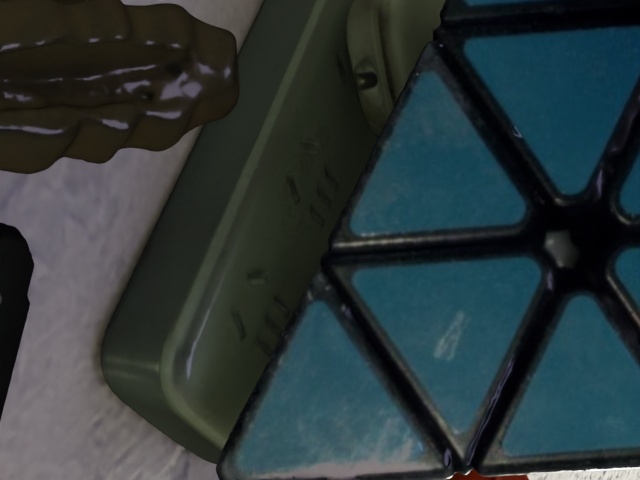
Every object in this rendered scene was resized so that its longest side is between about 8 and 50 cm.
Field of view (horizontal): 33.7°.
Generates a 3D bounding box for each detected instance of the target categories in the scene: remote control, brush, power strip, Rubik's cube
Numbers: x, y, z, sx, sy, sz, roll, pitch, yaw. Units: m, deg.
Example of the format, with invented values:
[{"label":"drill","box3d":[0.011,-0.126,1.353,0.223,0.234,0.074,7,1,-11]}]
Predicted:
[{"label":"remote control","box3d":[0.089,-0.137,0.623,0.309,0.038,0.090,-45,126,-55]},{"label":"brush","box3d":[-0.152,-0.046,0.317,0.301,0.084,0.071,-15,106,-48]},{"label":"power strip","box3d":[0.001,0.000,0.570,0.193,0.059,0.265,51,52,-48]},{"label":"Rubik's cube","box3d":[0.109,0.002,0.498,0.228,0.233,0.228,28,42,-33]}]

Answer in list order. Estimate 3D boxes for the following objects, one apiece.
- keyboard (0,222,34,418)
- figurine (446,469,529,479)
[{"label":"keyboard","box3d":[-0.157,0.116,0.353,0.106,0.016,0.262,23,79,-66]},{"label":"figurine","box3d":[0.055,0.214,0.589,0.257,0.181,0.208,19,49,-64]}]
